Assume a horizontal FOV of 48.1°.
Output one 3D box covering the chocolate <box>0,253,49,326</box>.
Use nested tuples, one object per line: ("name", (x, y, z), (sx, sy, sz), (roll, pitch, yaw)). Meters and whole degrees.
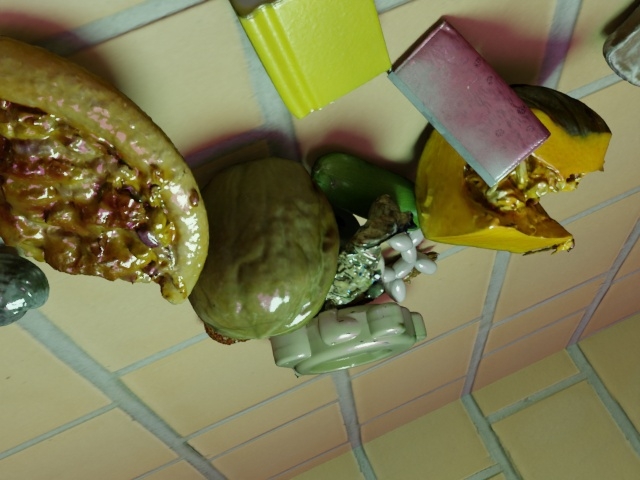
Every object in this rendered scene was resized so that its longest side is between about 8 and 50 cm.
("chocolate", (-0.516, 0.092, 1.031), (0.248, 0.110, 0.110), (-23, 151, -8))

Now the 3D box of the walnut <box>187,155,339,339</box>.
("walnut", (-0.097, 0.014, 1.088), (0.283, 0.283, 0.227), (-32, 153, 8))

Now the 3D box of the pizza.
("pizza", (-0.288, -0.060, 0.877), (0.277, 0.114, 0.409), (-9, 130, 13))

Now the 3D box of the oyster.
("oyster", (0.073, 0.022, 1.163), (0.198, 0.092, 0.259), (-55, -176, 0))

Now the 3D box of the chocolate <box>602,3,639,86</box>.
("chocolate", (0.594, -0.384, 1.206), (0.157, 0.080, 0.254), (17, 129, -33))

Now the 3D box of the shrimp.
("shrimp", (0.141, 0.099, 1.644), (0.294, 0.062, 0.154), (-24, 163, 3))

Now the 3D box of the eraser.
("eraser", (-0.008, -0.265, 0.902), (0.158, 0.069, 0.226), (-27, 151, 2))

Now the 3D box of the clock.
("clock", (0.069, 0.221, 1.639), (0.309, 0.114, 0.284), (-19, 159, 19))

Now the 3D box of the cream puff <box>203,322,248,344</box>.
("cream puff", (-0.165, 0.161, 1.456), (0.149, 0.084, 0.149), (-19, 152, -11))

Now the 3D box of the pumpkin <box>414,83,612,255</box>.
("pumpkin", (0.315, -0.118, 1.226), (0.225, 0.256, 0.303), (5, 108, -32))

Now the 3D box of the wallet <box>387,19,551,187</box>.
("wallet", (0.220, -0.201, 1.064), (0.119, 0.232, 0.025), (-42, -177, 25))

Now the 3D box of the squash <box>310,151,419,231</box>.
("squash", (0.112, -0.077, 1.284), (0.101, 0.101, 0.378), (-39, 149, 21))

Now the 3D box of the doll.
("doll", (0.177, 0.038, 1.524), (0.161, 0.059, 0.160), (-42, 131, -1))

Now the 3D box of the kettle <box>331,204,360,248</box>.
("kettle", (-0.005, -0.002, 1.333), (0.098, 0.127, 0.148), (31, 126, -21))
